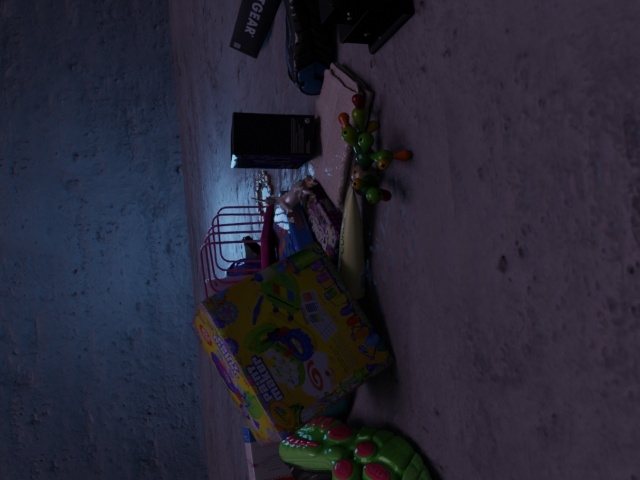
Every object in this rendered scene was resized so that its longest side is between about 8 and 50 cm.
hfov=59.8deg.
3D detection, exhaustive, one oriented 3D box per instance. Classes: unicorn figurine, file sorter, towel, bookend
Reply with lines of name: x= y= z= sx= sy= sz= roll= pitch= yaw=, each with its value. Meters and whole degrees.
unicorn figurine: x=-0.075 y=-0.098 z=1.338 sx=0.060 sy=0.162 sz=0.111 roll=52 pitch=-173 yaw=-42
file sorter: x=-0.227 y=0.034 z=1.589 sx=0.291 sy=0.182 sz=0.202 roll=-94 pitch=3 yaw=-67
towel: x=0.035 y=-0.229 z=1.218 sx=0.187 sy=0.049 sz=0.282 roll=-123 pitch=35 yaw=-50
bookend: x=0.057 y=-0.404 z=0.990 sx=0.156 sy=0.157 sz=0.072 roll=159 pitch=106 yaw=-66

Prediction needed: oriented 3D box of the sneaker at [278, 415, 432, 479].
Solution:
sneaker: x=0.085 y=0.497 z=1.120 sx=0.202 sy=0.185 sz=0.483 roll=65 pitch=157 yaw=-8

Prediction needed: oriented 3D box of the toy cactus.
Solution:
toy cactus: x=0.093 y=-0.152 z=1.060 sx=0.180 sy=0.112 sz=0.219 roll=88 pitch=165 yaw=-62

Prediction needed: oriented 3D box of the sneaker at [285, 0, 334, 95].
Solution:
sneaker: x=-0.035 y=-0.505 z=1.237 sx=0.139 sy=0.125 sz=0.341 roll=-131 pitch=43 yaw=-58

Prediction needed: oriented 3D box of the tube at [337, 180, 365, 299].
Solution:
tube: x=0.064 y=0.002 z=1.158 sx=0.070 sy=0.062 sz=0.240 roll=19 pitch=115 yaw=47

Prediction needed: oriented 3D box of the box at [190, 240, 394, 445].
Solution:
box: x=-0.063 y=0.205 z=1.124 sx=0.290 sy=0.279 sz=0.177 roll=58 pitch=151 yaw=9

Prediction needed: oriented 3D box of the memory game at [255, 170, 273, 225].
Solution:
memory game: x=-0.185 y=-0.136 z=1.813 sx=0.186 sy=0.012 sz=0.186 roll=176 pitch=90 yaw=-67

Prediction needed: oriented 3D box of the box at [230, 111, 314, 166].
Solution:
box: x=-0.126 y=-0.235 z=1.353 sx=0.261 sy=0.184 sz=0.103 roll=-175 pitch=87 yaw=-80

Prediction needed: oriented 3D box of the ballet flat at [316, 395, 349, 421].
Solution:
ballet flat: x=0.019 y=0.410 z=1.348 sx=0.086 sy=0.086 sz=0.248 roll=-122 pitch=34 yaw=-48

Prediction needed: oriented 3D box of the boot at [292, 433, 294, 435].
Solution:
boot: x=-0.046 y=0.554 z=1.547 sx=0.246 sy=0.083 sz=0.161 roll=161 pitch=97 yaw=-73

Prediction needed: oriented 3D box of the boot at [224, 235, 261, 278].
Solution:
boot: x=-0.259 y=0.091 z=1.954 sx=0.263 sy=0.091 sz=0.229 roll=32 pitch=123 yaw=51

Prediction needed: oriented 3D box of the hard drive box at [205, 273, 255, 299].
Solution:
hard drive box: x=-0.206 y=0.181 z=1.637 sx=0.181 sy=0.232 sz=0.089 roll=-131 pitch=42 yaw=-56

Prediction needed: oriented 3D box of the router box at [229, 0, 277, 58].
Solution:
router box: x=-0.119 y=-0.636 z=1.344 sx=0.309 sy=0.081 sz=0.243 roll=131 pitch=158 yaw=-60

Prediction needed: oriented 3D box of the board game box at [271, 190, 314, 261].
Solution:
board game box: x=-0.071 y=0.001 z=1.406 sx=0.160 sy=0.047 sz=0.210 roll=106 pitch=153 yaw=-45

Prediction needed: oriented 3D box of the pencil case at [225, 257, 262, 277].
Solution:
pencil case: x=-0.243 y=0.209 z=1.820 sx=0.119 sy=0.133 sz=0.306 roll=-63 pitch=-25 yaw=-60

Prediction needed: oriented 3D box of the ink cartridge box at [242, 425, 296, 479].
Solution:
ink cartridge box: x=-0.157 y=0.691 z=1.742 sx=0.078 sy=0.134 sz=0.231 roll=141 pitch=122 yaw=-62

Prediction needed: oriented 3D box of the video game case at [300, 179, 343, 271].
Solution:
video game case: x=0.000 y=0.000 z=1.353 sx=0.232 sy=0.042 sz=0.210 roll=-119 pitch=31 yaw=-45
